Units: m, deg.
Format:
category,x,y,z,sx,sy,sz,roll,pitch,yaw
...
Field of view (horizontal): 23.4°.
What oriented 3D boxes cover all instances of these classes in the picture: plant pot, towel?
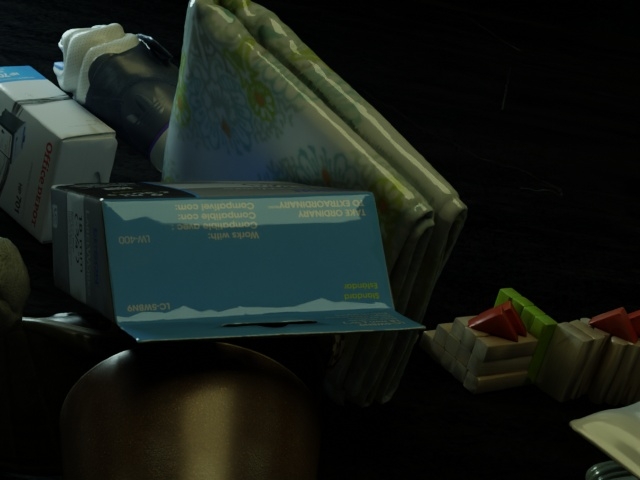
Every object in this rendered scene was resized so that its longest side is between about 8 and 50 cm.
category,x,y,z,sx,sy,sz,roll,pitch,yaw
plant pot,-0.101,0.233,1.178,0.215,0.215,0.230,11,41,-13
towel,-0.024,-0.042,1.587,0.090,0.320,0.374,-28,61,-35

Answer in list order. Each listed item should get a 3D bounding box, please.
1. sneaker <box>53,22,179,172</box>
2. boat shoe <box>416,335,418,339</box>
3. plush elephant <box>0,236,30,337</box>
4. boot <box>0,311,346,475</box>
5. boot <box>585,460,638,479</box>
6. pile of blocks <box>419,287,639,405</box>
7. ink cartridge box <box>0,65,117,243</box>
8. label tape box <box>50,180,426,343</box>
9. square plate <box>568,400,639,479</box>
category,x,y,z,sx,sy,sz,roll,pitch,yaw
sneaker,-0.212,-0.177,1.902,0.236,0.130,0.323,44,3,9
boat shoe,0.096,0.107,1.779,0.035,0.035,0.100,44,19,-6
plush elephant,-0.375,0.144,1.091,0.330,0.272,0.255,-5,0,23
boot,-0.161,0.116,1.430,0.377,0.138,0.284,-7,3,11
boot,0.369,0.288,1.507,0.213,0.077,0.165,15,21,-5
pile of blocks,0.303,0.112,1.802,0.362,0.113,0.149,10,24,-18
ink cartridge box,-0.333,-0.103,1.806,0.082,0.140,0.190,-8,33,-42
label tape box,-0.081,0.008,1.319,0.240,0.106,0.333,-2,5,-20
square plate,0.424,0.253,1.478,0.347,0.049,0.344,35,9,20
